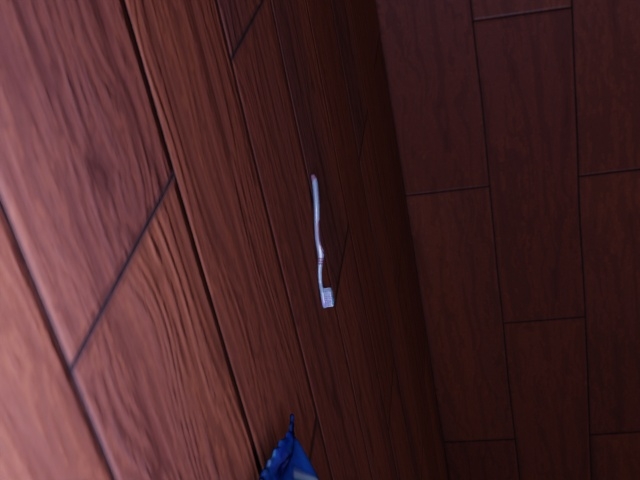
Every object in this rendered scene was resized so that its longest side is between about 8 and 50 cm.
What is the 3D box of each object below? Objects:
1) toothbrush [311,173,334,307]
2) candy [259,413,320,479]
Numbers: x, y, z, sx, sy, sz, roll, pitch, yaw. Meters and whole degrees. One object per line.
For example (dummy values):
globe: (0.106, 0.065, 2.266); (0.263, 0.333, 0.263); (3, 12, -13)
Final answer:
toothbrush: (0.000, 0.000, 1.316); (0.013, 0.019, 0.193); (15, 68, -78)
candy: (-0.009, 0.359, 0.936); (0.187, 0.077, 0.331); (-63, 143, -74)
